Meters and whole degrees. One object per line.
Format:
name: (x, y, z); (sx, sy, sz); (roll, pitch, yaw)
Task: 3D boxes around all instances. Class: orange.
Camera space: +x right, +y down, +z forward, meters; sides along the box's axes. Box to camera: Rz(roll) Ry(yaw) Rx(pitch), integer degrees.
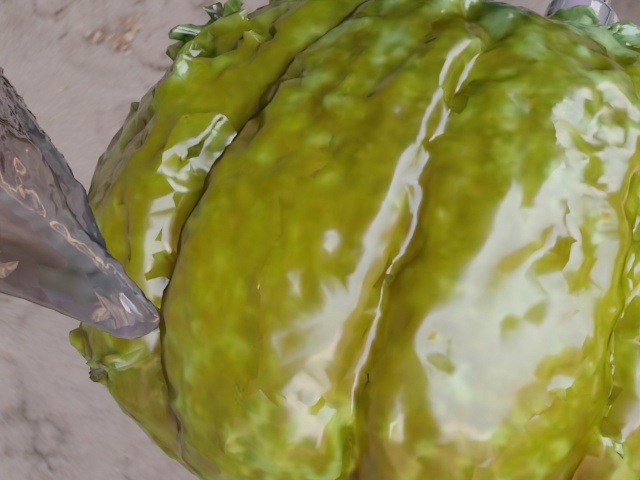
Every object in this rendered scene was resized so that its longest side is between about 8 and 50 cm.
orange: (0.062, 0.006, 0.685); (0.301, 0.300, 0.223); (3, 104, -40)

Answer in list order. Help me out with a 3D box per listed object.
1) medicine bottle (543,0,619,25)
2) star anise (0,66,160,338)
medicine bottle: (0.177, -0.132, 1.228); (0.058, 0.057, 0.199); (32, 57, -12)
star anise: (-0.160, -0.078, 0.345); (0.315, 0.108, 0.315); (0, 89, 3)
